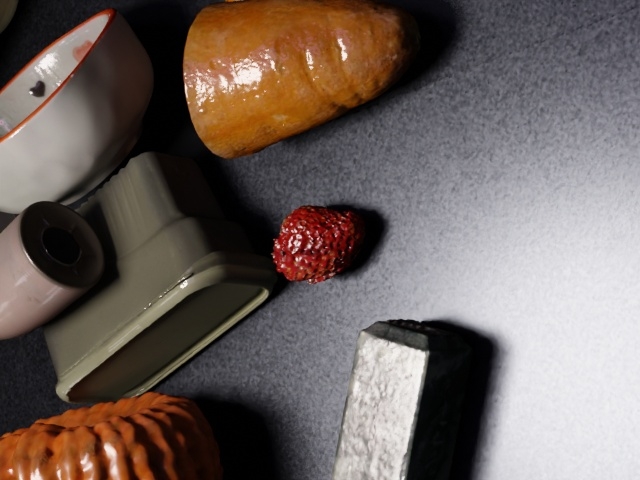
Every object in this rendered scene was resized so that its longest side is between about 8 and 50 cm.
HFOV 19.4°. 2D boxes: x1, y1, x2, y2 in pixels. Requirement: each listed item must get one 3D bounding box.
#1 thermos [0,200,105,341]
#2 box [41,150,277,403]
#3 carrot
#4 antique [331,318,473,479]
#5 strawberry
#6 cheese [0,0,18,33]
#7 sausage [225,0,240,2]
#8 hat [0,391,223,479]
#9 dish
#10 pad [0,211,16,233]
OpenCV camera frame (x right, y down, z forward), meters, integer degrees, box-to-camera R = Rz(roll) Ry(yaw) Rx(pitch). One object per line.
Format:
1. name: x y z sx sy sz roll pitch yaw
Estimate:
1. thermos: -0.319 0.041 1.973 0.193 0.105 0.137 -40 30 37
2. box: -0.193 0.036 1.993 0.274 0.138 0.178 -38 64 29
3. carrot: -0.004 -0.175 1.863 0.225 0.159 0.159 -8 85 24
4. antique: 0.080 0.169 1.817 0.086 0.088 0.183 14 98 34
5. strawberry: 0.000 0.000 1.888 0.096 0.083 0.083 -26 74 26
6. cheese: -0.386 -0.299 2.179 0.227 0.064 0.137 -13 83 34
7. sausage: -0.071 -0.287 1.969 0.031 0.031 0.107 47 115 27
8. hat: -0.221 0.369 1.930 0.285 0.285 0.400 -15 84 35
9. dish: -0.276 -0.122 2.015 0.256 0.256 0.117 -32 112 31
10. pad: -0.433 0.001 2.244 0.193 0.004 0.116 -36 69 29
